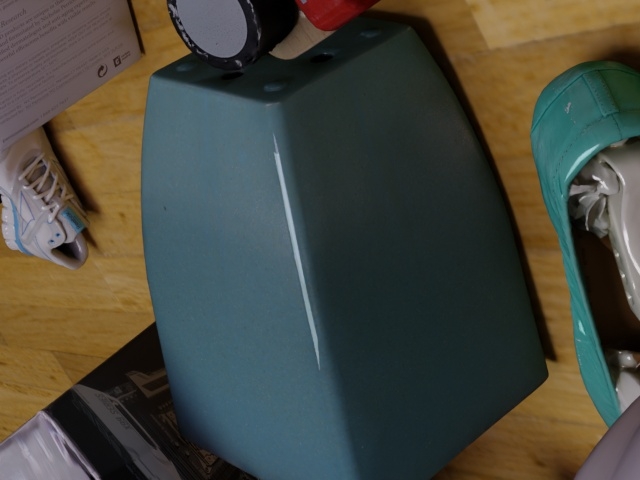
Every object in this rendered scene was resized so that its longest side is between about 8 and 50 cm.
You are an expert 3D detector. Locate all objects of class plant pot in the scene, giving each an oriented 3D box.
[{"bbox_3d":[0.000,0.000,0.761,0.165,0.165,0.234,18,132,44],"label":"plant pot"}]

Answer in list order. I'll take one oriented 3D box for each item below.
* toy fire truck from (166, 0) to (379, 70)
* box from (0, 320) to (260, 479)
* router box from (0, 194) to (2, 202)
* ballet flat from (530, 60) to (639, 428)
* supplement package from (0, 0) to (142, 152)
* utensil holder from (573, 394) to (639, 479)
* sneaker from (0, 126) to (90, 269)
[{"bbox_3d":[-0.012,-0.205,0.567,0.246,0.158,0.217,-25,103,49],"label":"toy fire truck"},{"bbox_3d":[-0.059,0.165,0.906,0.076,0.307,0.242,-38,91,24],"label":"box"},{"bbox_3d":[-0.367,-0.069,1.225,0.179,0.133,0.046,29,144,35],"label":"router box"},{"bbox_3d":[0.158,0.037,0.636,0.087,0.083,0.247,-93,-19,-65],"label":"ballet flat"},{"bbox_3d":[-0.231,-0.205,0.870,0.139,0.134,0.244,27,144,35],"label":"supplement package"},{"bbox_3d":[0.252,0.078,0.310,0.327,0.327,0.385,41,151,16],"label":"utensil holder"},{"bbox_3d":[-0.233,-0.041,1.149,0.083,0.071,0.191,30,154,22],"label":"sneaker"}]
